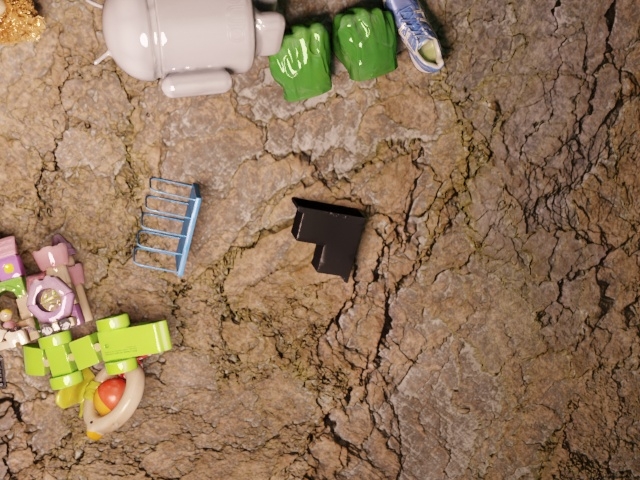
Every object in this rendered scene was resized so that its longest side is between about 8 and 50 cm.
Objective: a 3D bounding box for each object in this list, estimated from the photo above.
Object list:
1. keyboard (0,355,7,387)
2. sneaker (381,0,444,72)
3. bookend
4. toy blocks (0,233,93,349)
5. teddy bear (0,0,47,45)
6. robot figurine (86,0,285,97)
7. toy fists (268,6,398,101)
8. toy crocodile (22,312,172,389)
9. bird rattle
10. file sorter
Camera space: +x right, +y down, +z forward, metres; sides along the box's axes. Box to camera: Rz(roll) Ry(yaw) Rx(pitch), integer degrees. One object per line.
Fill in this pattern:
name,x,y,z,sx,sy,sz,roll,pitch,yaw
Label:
keyboard,-0.759,0.301,1.704,0.180,0.023,0.108,-5,110,-13
sneaker,0.200,-0.442,1.680,0.080,0.081,0.211,-36,113,1
bookend,0.000,0.000,1.785,0.156,0.072,0.157,9,107,-18
toy blocks,-0.606,0.072,1.523,0.288,0.309,0.260,-17,90,-8
teddy bear,-0.577,-0.514,1.419,0.245,0.113,0.338,17,103,-18
robot figurine,-0.247,-0.403,1.500,0.353,0.200,0.300,-8,70,-12
toy fists,0.026,-0.391,1.644,0.279,0.096,0.142,-18,123,-11
toy crocodile,-0.459,0.220,1.645,0.340,0.105,0.115,-15,93,14
bird rattle,-0.429,0.309,1.713,0.253,0.207,0.143,-32,133,7
file sorter,-0.317,-0.032,1.661,0.104,0.118,0.170,11,105,-15
